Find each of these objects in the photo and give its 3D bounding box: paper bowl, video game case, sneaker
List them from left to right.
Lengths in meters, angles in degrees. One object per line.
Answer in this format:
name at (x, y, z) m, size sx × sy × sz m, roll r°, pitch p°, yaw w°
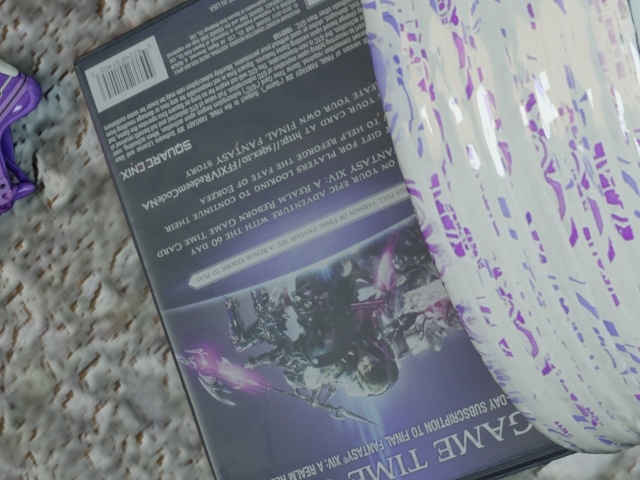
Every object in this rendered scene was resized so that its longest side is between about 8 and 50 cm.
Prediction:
sneaker at (-0.192, -0.019, 0.982) m, size 0.071 × 0.068 × 0.170 m, roll 16°, pitch 120°, yaw -16°
video game case at (0.000, 0.000, 0.904) m, size 0.196 × 0.026 × 0.274 m, roll -23°, pitch 82°, yaw 26°
paper bowl at (0.135, -0.071, 0.686) m, size 0.148 × 0.284 × 0.284 m, roll -15°, pitch 85°, yaw 23°
